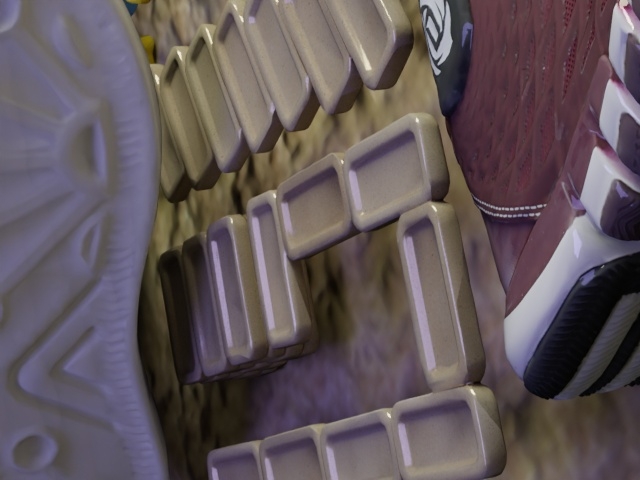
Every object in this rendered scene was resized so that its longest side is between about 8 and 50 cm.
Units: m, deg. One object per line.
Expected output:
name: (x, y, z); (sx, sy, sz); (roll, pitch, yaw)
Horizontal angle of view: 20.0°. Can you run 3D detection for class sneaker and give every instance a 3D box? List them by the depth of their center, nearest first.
sneaker: (0.090, -0.097, 0.484); (0.162, 0.106, 0.281); (64, 144, 35)
sneaker: (-0.152, -0.029, 0.809); (0.236, 0.130, 0.323); (-124, 24, -53)

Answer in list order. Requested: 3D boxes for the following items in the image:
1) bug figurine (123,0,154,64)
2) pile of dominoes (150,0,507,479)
bug figurine: (-0.139, -0.215, 0.863); (0.216, 0.072, 0.279); (11, 104, 58)
pile of dominoes: (0.000, 0.000, 0.680); (0.251, 0.040, 0.196); (-24, 74, 63)
